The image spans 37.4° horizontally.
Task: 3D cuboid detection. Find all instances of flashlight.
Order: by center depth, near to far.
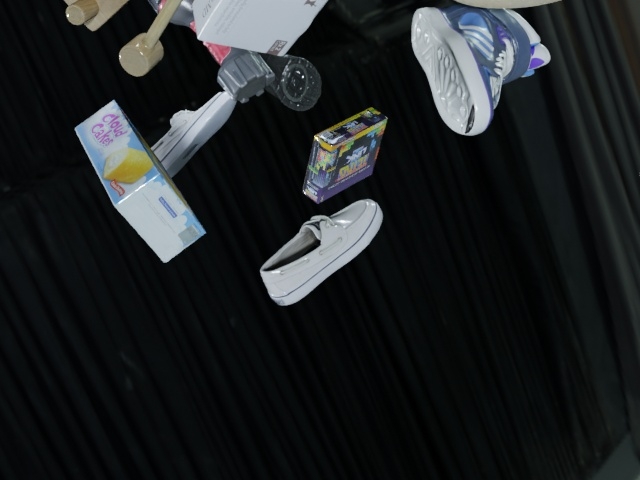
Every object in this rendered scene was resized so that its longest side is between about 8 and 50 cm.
[{"bbox_3d":[-0.223,-0.399,1.851,0.103,0.304,0.103,-46,-21,30],"label":"flashlight"}]

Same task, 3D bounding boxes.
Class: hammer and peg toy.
[{"bbox_3d":[-0.342,-0.474,1.561,0.266,0.361,0.127,-31,16,34],"label":"hammer and peg toy"}]

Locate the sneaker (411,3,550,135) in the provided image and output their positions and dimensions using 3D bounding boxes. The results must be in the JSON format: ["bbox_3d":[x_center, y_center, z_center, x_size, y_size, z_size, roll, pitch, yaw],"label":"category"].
[{"bbox_3d":[0.308,-0.304,1.625,0.236,0.130,0.322,-3,44,-15],"label":"sneaker"}]

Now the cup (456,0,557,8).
[{"bbox_3d":[0.333,-0.578,1.586,0.331,0.237,0.331,-9,42,9],"label":"cup"}]

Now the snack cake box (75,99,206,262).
[{"bbox_3d":[-0.303,-0.101,1.571,0.089,0.152,0.264,-37,44,-2],"label":"snack cake box"}]

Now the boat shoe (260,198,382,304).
[{"bbox_3d":[0.000,0.000,1.692,0.267,0.088,0.096,-39,35,-16],"label":"boat shoe"}]

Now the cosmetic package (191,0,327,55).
[{"bbox_3d":[-0.097,-0.399,1.395,0.151,0.183,0.151,5,-29,-31],"label":"cosmetic package"}]

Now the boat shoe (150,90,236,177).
[{"bbox_3d":[-0.295,-0.244,2.075,0.258,0.084,0.095,-45,-10,8],"label":"boat shoe"}]

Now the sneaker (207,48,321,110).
[{"bbox_3d":[-0.117,-0.372,2.016,0.109,0.286,0.130,-59,38,5],"label":"sneaker"}]

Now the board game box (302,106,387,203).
[{"bbox_3d":[0.048,-0.165,1.826,0.048,0.141,0.170,36,46,25],"label":"board game box"}]
